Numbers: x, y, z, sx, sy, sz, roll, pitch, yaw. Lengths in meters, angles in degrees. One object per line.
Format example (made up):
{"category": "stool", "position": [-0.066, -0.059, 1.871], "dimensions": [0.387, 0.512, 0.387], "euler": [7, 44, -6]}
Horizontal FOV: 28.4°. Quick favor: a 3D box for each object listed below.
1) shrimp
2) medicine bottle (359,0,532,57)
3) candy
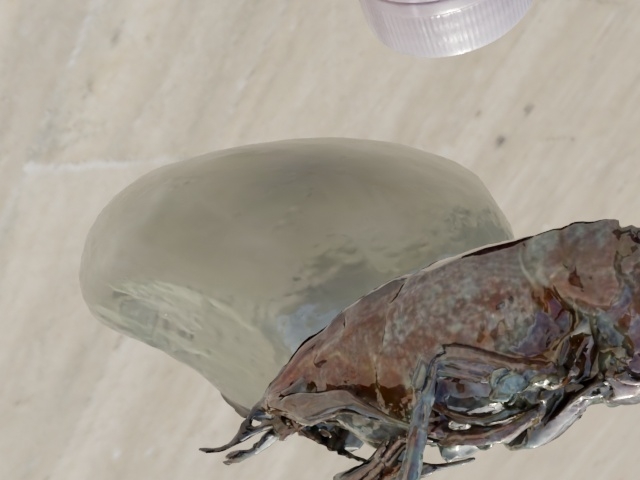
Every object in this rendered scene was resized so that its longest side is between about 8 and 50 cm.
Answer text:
{"category": "shrimp", "position": [0.038, 0.047, 0.419], "dimensions": [0.190, 0.073, 0.075], "euler": [-23, 169, 22]}
{"category": "medicine bottle", "position": [0.058, -0.243, 0.789], "dimensions": [0.133, 0.133, 0.249], "euler": [-42, 141, -13]}
{"category": "candy", "position": [0.000, 0.000, 1.224], "dimensions": [0.427, 0.386, 0.186], "euler": [-19, 125, -41]}
